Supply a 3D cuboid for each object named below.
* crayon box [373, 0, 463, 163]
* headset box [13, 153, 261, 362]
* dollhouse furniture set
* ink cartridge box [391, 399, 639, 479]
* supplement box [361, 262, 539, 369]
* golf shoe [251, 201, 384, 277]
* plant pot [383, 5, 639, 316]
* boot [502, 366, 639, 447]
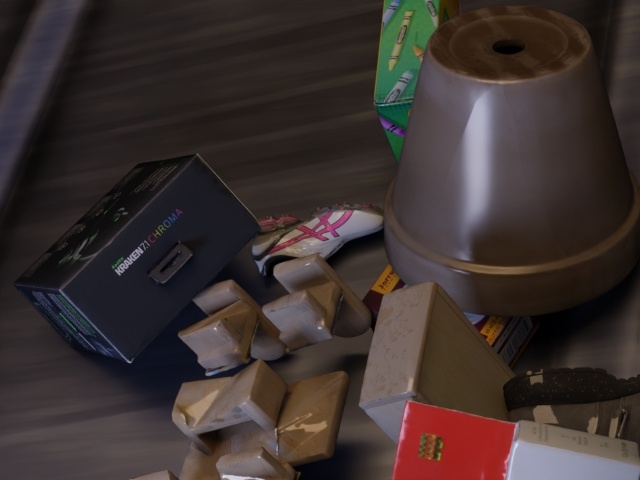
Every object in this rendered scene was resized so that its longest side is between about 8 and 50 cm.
[{"bbox_3d":[0.141,-0.239,2.113,0.081,0.165,0.278,-6,52,17],"label":"crayon box"},{"bbox_3d":[-0.237,0.020,1.988,0.246,0.131,0.283,-46,16,-18],"label":"headset box"},{"bbox_3d":[0.022,0.226,1.789,0.394,0.256,0.362,-18,39,32],"label":"dollhouse furniture set"},{"bbox_3d":[0.179,0.313,1.571,0.239,0.275,0.060,10,18,5],"label":"ink cartridge box"},{"bbox_3d":[0.158,0.091,1.902,0.188,0.080,0.104,21,63,33],"label":"supplement box"},{"bbox_3d":[0.000,0.000,2.057,0.186,0.067,0.085,-12,77,12],"label":"golf shoe"},{"bbox_3d":[0.228,-0.116,1.850,0.323,0.280,0.323,-4,34,3],"label":"plant pot"},{"bbox_3d":[0.366,0.251,1.684,0.338,0.118,0.222,-4,71,-2],"label":"boot"}]
